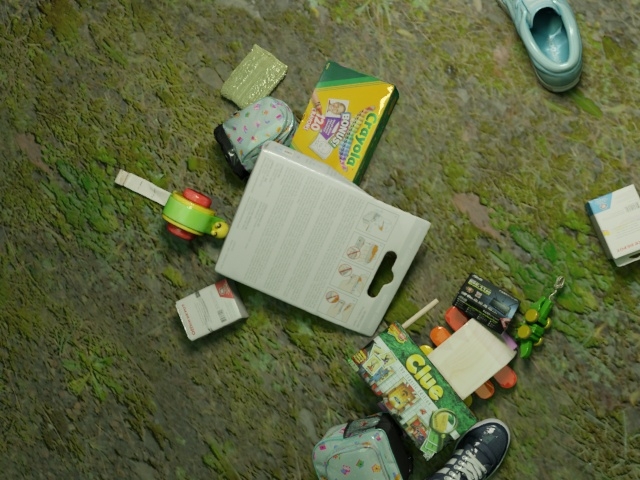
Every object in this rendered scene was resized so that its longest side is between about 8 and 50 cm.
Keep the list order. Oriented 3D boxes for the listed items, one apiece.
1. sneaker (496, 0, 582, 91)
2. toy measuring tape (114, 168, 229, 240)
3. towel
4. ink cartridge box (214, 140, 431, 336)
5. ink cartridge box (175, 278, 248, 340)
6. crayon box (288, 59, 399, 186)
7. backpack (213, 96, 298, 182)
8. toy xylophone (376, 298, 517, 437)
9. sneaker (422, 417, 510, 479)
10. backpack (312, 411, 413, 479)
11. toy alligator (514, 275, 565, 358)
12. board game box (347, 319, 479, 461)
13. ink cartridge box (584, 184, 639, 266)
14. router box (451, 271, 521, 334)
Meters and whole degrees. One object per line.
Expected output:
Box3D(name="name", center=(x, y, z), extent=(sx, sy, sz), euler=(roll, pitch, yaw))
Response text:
Box3D(name="sneaker", center=(0.451, -0.493, 1.507), extent=(0.135, 0.150, 0.365), euler=(-26, 81, 9))
Box3D(name="toy measuring tape", center=(-0.356, -0.088, 1.689), extent=(0.330, 0.121, 0.121), euler=(27, 93, 13))
Box3D(name="towel", center=(-0.154, -0.373, 1.704), extent=(0.110, 0.027, 0.148), euler=(39, 94, 12))
Box3D(name="ink cartridge box", center=(0.000, 0.000, 1.584), extent=(0.385, 0.091, 0.308), euler=(23, 112, -3))
Box3D(name="ink cartridge box", center=(-0.248, 0.159, 1.676), extent=(0.135, 0.056, 0.099), euler=(-25, 81, 10))
Box3D(name="crayon box", center=(0.041, -0.236, 1.621), extent=(0.165, 0.081, 0.278), euler=(24, 92, 14))
Box3D(name="backpack", center=(-0.138, -0.238, 1.647), extent=(0.182, 0.115, 0.151), euler=(-30, 78, 7))
Box3D(name="toy xylophone", center=(0.247, 0.262, 1.541), extent=(0.323, 0.081, 0.236), euler=(-33, 80, 9))
Box3D(name="sneaker", center=(0.279, 0.484, 1.482), extent=(0.099, 0.153, 0.282), euler=(45, 97, 11))
Box3D(name="backpack", center=(0.078, 0.465, 1.531), extent=(0.189, 0.144, 0.165), euler=(-16, 102, 29))
Box3D(name="toy alligator", center=(0.448, 0.155, 1.521), extent=(0.051, 0.056, 0.189), euler=(20, 83, 57))
Box3D(name="board game box", center=(0.187, 0.305, 1.496), extent=(0.136, 0.030, 0.259), euler=(-41, 78, 6))
Box3D(name="ink cartridge box", center=(0.607, -0.026, 1.472), extent=(0.092, 0.090, 0.143), euler=(-22, 83, 11))
Box3D(name="router box", center=(0.346, 0.129, 1.520), extent=(0.122, 0.092, 0.038), euler=(32, 129, 13))
